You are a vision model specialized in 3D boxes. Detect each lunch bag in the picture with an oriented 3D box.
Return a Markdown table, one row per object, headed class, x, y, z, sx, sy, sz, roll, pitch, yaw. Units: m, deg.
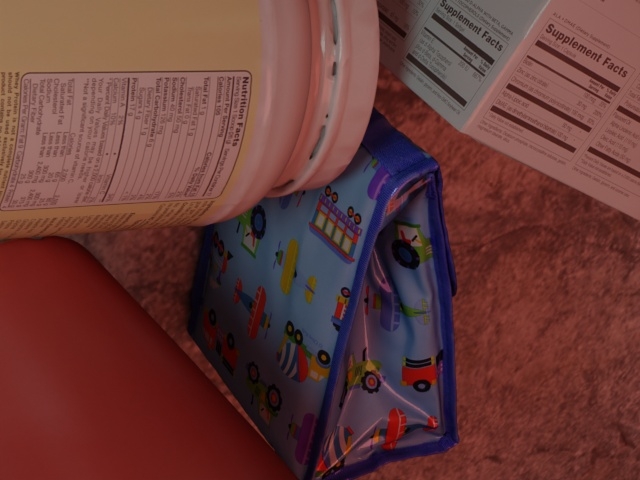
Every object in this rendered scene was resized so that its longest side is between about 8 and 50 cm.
| class | x | y | z | sx | sy | sz | roll | pitch | yaw |
| --- | --- | --- | --- | --- | --- | --- | --- | --- | --- |
| lunch bag | 0.000 | 0.000 | 1.179 | 0.138 | 0.221 | 0.293 | -16 | 129 | -24 |

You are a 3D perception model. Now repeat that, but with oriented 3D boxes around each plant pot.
| class | x | y | z | sx | sy | sz | roll | pitch | yaw |
| --- | --- | --- | --- | --- | --- | --- | --- | --- | --- |
| plant pot | -0.172 | 0.147 | 1.007 | 0.275 | 0.243 | 0.275 | -30 | 160 | -12 |

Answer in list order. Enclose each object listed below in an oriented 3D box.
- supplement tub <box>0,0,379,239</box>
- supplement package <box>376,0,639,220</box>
| class | x | y | z | sx | sy | sz | roll | pitch | yaw |
| --- | --- | --- | --- | --- | --- | --- | --- | --- | --- |
| supplement tub | -0.151 | -0.121 | 0.986 | 0.325 | 0.235 | 0.235 | -5 | 123 | -30 |
| supplement package | 0.134 | -0.163 | 1.121 | 0.204 | 0.262 | 0.145 | 21 | 109 | -41 |
